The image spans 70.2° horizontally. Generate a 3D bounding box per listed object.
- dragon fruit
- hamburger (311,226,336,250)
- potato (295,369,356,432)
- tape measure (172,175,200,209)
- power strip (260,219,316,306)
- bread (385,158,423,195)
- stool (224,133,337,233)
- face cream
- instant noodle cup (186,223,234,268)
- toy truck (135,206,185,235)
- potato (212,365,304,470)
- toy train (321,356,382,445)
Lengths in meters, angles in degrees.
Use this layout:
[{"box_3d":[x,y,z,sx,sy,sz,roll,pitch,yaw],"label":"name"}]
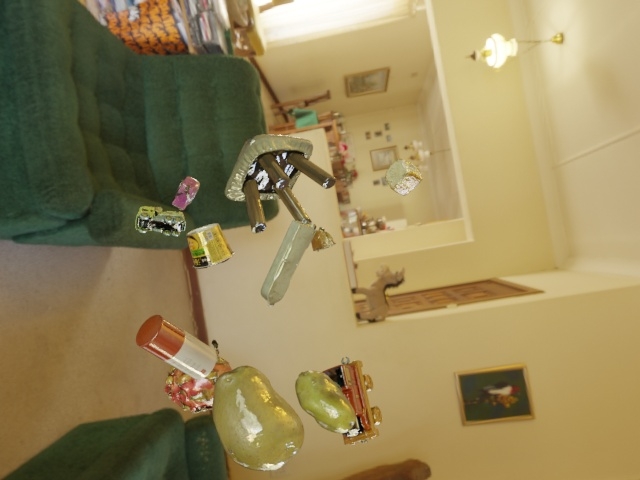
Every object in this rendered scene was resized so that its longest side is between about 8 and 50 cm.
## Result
[{"box_3d":[-0.547,0.623,2.039,0.250,0.291,0.269,47,-57,51],"label":"dragon fruit"},{"box_3d":[-0.004,-0.005,2.034,0.102,0.087,0.176,65,-16,1],"label":"hamburger"},{"box_3d":[0.017,0.557,1.576,0.248,0.143,0.169,36,-3,31],"label":"potato"},{"box_3d":[-0.540,-0.196,1.836,0.118,0.074,0.125,-55,-163,19],"label":"tape measure"},{"box_3d":[-0.102,0.067,1.397,0.080,0.048,0.286,22,93,-47],"label":"power strip"},{"box_3d":[0.236,-0.180,1.292,0.070,0.083,0.076,18,41,-35],"label":"bread"},{"box_3d":[-0.151,-0.203,1.676,0.226,0.310,0.310,56,-47,29],"label":"stool"},{"box_3d":[-0.392,0.295,1.252,0.214,0.096,0.096,48,25,-38],"label":"face cream"},{"box_3d":[-0.381,0.015,1.559,0.151,0.151,0.122,-80,156,-75],"label":"instant noodle cup"},{"box_3d":[-0.653,-0.090,1.874,0.116,0.191,0.085,-105,-152,-49],"label":"toy truck"},{"box_3d":[-0.123,0.328,0.851,0.157,0.157,0.194,-49,116,-83],"label":"potato"},{"box_3d":[0.123,0.667,1.940,0.232,0.163,0.369,33,37,-49],"label":"toy train"}]
